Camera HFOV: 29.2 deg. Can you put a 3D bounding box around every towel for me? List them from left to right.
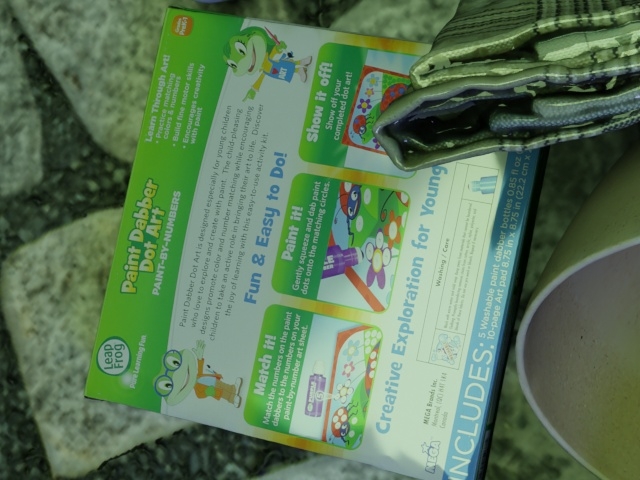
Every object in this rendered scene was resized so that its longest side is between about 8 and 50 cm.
[{"bbox_3d":[0.195,-0.122,0.560,0.312,0.324,0.056,-8,109,16],"label":"towel"}]

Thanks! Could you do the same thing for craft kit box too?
[{"bbox_3d":[0.000,0.000,0.736,0.246,0.061,0.250,12,88,15],"label":"craft kit box"}]

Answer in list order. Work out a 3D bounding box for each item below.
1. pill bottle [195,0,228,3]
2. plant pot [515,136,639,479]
[{"bbox_3d":[-0.095,-0.259,0.756,0.117,0.117,0.215,-39,75,9],"label":"pill bottle"},{"bbox_3d":[0.254,0.011,0.572,0.284,0.284,0.191,14,56,17],"label":"plant pot"}]
